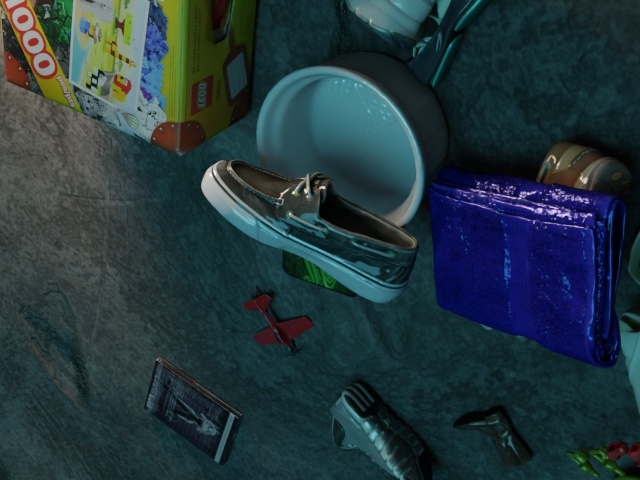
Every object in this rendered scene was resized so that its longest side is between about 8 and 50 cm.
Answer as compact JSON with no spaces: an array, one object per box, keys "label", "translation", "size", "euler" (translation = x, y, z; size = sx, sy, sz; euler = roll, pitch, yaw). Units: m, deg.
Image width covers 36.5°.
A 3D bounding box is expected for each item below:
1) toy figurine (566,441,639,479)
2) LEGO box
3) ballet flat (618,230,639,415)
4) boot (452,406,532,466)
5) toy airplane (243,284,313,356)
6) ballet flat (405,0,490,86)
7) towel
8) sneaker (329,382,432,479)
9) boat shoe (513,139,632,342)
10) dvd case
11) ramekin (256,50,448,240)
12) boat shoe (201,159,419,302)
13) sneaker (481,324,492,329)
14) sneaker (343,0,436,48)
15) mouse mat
[{"label":"toy figurine","translation":[0.458,0.422,1.360],"size":[0.191,0.217,0.362],"euler":[32,158,-9]},{"label":"LEGO box","translation":[-0.292,-0.437,1.462],"size":[0.372,0.193,0.500],"euler":[23,128,22]},{"label":"ballet flat","translation":[0.473,0.088,1.314],"size":[0.139,0.139,0.401],"euler":[17,121,26]},{"label":"boot","translation":[0.291,0.341,1.642],"size":[0.106,0.037,0.114],"euler":[-23,107,43]},{"label":"toy airplane","translation":[-0.085,0.151,1.788],"size":[0.151,0.028,0.151],"euler":[16,124,25]},{"label":"ballet flat","translation":[0.173,-0.298,1.310],"size":[0.074,0.074,0.203],"euler":[39,134,9]},{"label":"towel","translation":[0.262,0.028,1.297],"size":[0.308,0.076,0.228],"euler":[19,116,52]},{"label":"sneaker","translation":[0.100,0.374,1.769],"size":[0.229,0.086,0.132],"euler":[53,138,10]},{"label":"boat shoe","translation":[0.327,0.002,1.365],"size":[0.116,0.123,0.325],"euler":[44,134,35]},{"label":"dvd case","translation":[-0.273,0.362,2.055],"size":[0.221,0.018,0.165],"euler":[33,130,15]},{"label":"ramekin","translation":[0.054,-0.145,1.439],"size":[0.277,0.135,0.277],"euler":[17,125,25]},{"label":"boat shoe","translation":[-0.008,-0.043,1.390],"size":[0.335,0.121,0.119],"euler":[28,123,4]},{"label":"sneaker","translation":[0.254,0.078,1.502],"size":[0.134,0.070,0.051],"euler":[54,150,36]},{"label":"sneaker","translation":[0.049,-0.386,1.331],"size":[0.297,0.111,0.129],"euler":[41,103,20]},{"label":"mouse mat","translation":[0.000,0.000,1.653],"size":[0.152,0.007,0.190],"euler":[18,127,25]}]
